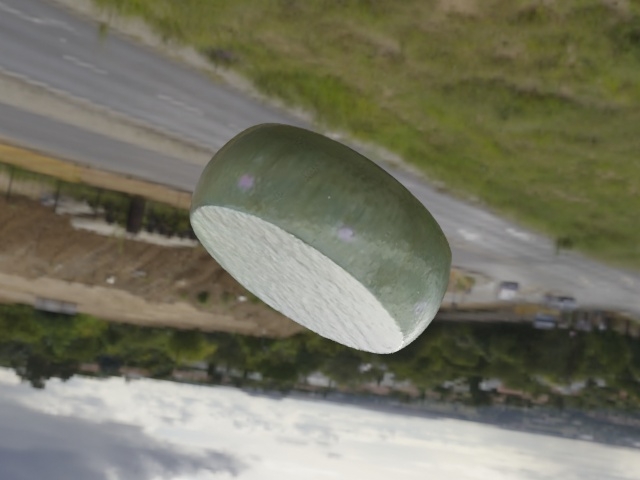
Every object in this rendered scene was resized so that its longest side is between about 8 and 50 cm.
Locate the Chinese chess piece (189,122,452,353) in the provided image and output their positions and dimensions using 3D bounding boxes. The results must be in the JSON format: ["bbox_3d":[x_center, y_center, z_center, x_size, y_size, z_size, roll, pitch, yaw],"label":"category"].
[{"bbox_3d":[0.000,0.000,0.517,0.144,0.058,0.144,29,159,12],"label":"Chinese chess piece"}]
